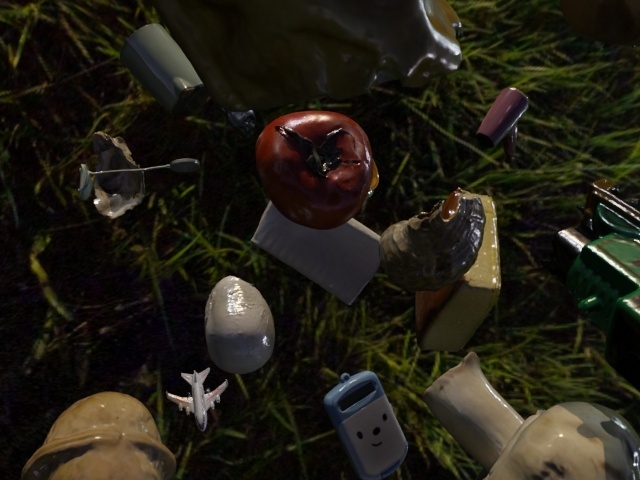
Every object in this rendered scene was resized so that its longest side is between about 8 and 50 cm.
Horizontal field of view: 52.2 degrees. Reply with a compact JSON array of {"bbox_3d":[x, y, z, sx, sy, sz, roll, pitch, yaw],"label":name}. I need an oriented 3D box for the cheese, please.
[{"bbox_3d":[-0.178,0.201,1.440,0.154,0.189,0.198,-3,123,-3],"label":"cheese"}]

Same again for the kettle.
[{"bbox_3d":[-0.458,-0.500,1.996,0.165,0.240,0.255,-42,85,-5],"label":"kettle"}]

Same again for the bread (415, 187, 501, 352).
[{"bbox_3d":[0.349,0.082,1.704,0.143,0.324,0.333,12,48,-3],"label":"bread"}]

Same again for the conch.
[{"bbox_3d":[0.232,0.019,1.300,0.210,0.291,0.159,-11,81,-13],"label":"conch"}]

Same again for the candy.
[{"bbox_3d":[0.001,-0.002,1.824,0.358,0.145,0.208,32,101,1],"label":"candy"}]

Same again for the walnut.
[{"bbox_3d":[-0.525,0.555,1.567,0.381,0.381,0.382,8,76,-33],"label":"walnut"}]

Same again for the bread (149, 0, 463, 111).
[{"bbox_3d":[-0.036,-0.228,0.451,0.196,0.238,0.252,-55,133,-33],"label":"bread"}]

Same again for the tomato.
[{"bbox_3d":[-0.013,-0.103,0.979,0.187,0.151,0.187,4,76,-16],"label":"tomato"}]

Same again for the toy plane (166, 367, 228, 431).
[{"bbox_3d":[-0.321,0.422,1.726,0.162,0.066,0.171,-10,63,-8],"label":"toy plane"}]

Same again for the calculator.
[{"bbox_3d":[0.085,0.344,1.223,0.121,0.039,0.210,-26,94,-28],"label":"calculator"}]

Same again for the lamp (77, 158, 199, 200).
[{"bbox_3d":[-0.299,-0.105,1.085,0.198,0.050,0.056,-7,77,-13],"label":"lamp"}]

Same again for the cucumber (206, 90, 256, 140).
[{"bbox_3d":[-0.256,-0.389,1.904,0.115,0.085,0.193,63,13,27],"label":"cucumber"}]

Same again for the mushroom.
[{"bbox_3d":[0.317,0.339,1.033,0.314,0.314,0.336,-27,65,-35],"label":"mushroom"}]

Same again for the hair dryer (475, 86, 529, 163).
[{"bbox_3d":[0.326,-0.182,1.145,0.106,0.054,0.154,-55,144,-9],"label":"hair dryer"}]

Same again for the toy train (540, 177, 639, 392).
[{"bbox_3d":[0.477,0.072,0.922,0.249,0.429,0.178,-21,129,-14],"label":"toy train"}]

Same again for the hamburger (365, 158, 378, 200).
[{"bbox_3d":[0.038,-0.212,2.133,0.274,0.212,0.275,33,39,-31],"label":"hamburger"}]

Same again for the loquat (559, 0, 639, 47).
[{"bbox_3d":[0.482,-0.396,1.018,0.213,0.213,0.213,8,76,-33],"label":"loquat"}]

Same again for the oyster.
[{"bbox_3d":[-0.525,-0.173,1.704,0.161,0.107,0.233,-28,72,5],"label":"oyster"}]
